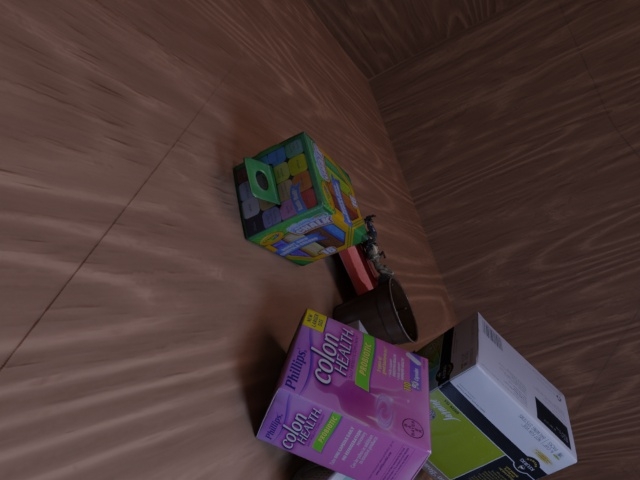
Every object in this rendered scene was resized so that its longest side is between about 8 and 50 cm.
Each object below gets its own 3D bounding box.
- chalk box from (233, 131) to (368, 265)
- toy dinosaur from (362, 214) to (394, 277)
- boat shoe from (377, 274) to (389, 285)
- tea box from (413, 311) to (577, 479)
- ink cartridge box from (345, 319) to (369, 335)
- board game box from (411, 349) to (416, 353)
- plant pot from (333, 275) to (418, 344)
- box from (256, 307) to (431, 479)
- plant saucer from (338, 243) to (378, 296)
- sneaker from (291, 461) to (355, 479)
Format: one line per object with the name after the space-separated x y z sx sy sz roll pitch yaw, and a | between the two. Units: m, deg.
-0.052 -0.087 1.043 0.289 0.179 0.181 32 39 -59 | chalk box
0.143 -0.011 1.482 0.118 0.063 0.268 85 -16 -73 | toy dinosaur
0.220 0.206 1.587 0.073 0.080 0.224 37 40 -64 | boat shoe
0.369 0.418 1.238 0.329 0.323 0.220 44 29 -7 | tea box
0.076 0.252 1.146 0.123 0.088 0.052 58 19 -26 | ink cartridge box
0.322 0.398 1.495 0.136 0.035 0.201 47 0 8 | board game box
0.130 0.192 1.238 0.167 0.165 0.167 53 25 -37 | plant pot
0.048 0.257 0.837 0.242 0.117 0.214 23 27 0 | box
0.103 0.053 1.433 0.258 0.047 0.259 -51 118 -79 | plant saucer
0.040 0.432 0.851 0.256 0.094 0.151 2 70 -67 | sneaker
